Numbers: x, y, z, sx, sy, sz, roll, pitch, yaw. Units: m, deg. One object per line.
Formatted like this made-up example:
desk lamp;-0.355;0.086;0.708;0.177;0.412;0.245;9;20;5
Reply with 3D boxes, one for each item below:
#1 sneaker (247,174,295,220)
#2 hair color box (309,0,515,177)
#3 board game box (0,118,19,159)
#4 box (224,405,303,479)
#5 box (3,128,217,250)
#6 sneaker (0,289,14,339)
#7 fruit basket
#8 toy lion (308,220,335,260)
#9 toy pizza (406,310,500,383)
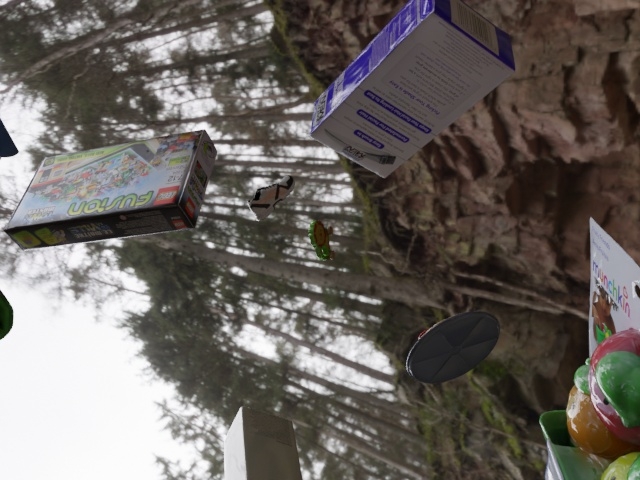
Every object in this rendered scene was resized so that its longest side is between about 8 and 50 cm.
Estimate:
sneaker;-0.087;-0.085;1.149;0.043;0.040;0.109;52;-121;-21
hair color box;0.151;-0.270;1.137;0.185;0.339;0.110;26;-133;-25
board game box;-0.575;-0.184;1.036;0.033;0.168;0.133;-45;-23;17
box;-0.096;0.409;1.080;0.113;0.275;0.094;22;-73;-16
box;-0.219;-0.053;0.679;0.036;0.207;0.114;66;-156;-46
sneaker;-0.542;0.023;0.850;0.134;0.146;0.343;-63;-38;-23
fruit basket;0.319;0.194;0.671;0.327;0.166;0.353;-80;-23;-66
toy lion;0.000;0.000;1.602;0.096;0.034;0.100;2;-98;-63
toy pizza;0.256;0.204;1.248;0.201;0.032;0.201;-14;-47;-15
